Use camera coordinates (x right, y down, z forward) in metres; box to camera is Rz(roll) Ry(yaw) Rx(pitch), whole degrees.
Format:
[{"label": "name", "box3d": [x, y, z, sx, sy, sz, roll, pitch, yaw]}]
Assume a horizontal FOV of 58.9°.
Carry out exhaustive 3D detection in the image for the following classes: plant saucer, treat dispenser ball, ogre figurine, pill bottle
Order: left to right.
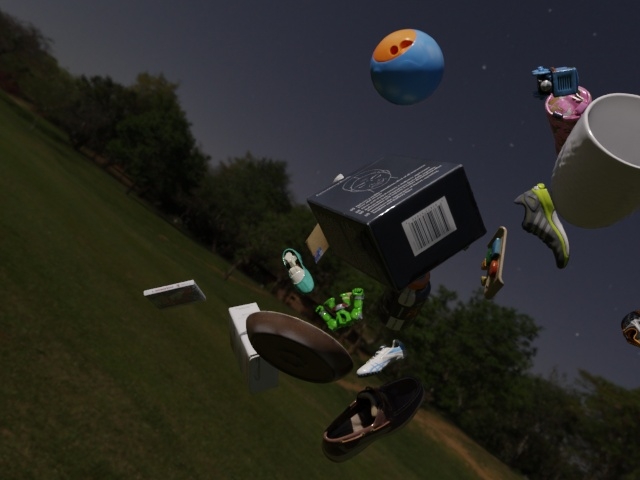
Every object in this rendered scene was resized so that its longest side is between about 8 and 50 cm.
[{"label": "plant saucer", "box3d": [-0.066, 0.294, 1.487, 0.311, 0.050, 0.310, 20, -32, 13]}, {"label": "ogre figurine", "box3d": [0.078, 0.262, 2.083, 0.097, 0.197, 0.118, 65, 10, -60]}, {"label": "pill bottle", "box3d": [0.266, 0.169, 1.777, 0.130, 0.130, 0.245, 34, -36, 16]}, {"label": "treat dispenser ball", "box3d": [0.337, -0.675, 2.217, 0.288, 0.288, 0.288, 36, -8, 6]}]

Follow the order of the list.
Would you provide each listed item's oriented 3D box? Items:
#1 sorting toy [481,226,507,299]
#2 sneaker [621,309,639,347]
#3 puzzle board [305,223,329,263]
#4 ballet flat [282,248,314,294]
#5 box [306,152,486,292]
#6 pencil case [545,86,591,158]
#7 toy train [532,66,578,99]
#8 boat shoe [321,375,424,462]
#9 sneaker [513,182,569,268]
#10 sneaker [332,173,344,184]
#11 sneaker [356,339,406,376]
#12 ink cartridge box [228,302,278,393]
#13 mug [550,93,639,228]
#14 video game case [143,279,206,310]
[{"label": "sorting toy", "box3d": [0.649, 0.105, 2.171, 0.041, 0.229, 0.307, 8, -22, 4]}, {"label": "sneaker", "box3d": [0.858, 0.244, 1.537, 0.084, 0.083, 0.215, 65, 6, 7]}, {"label": "puzzle board", "box3d": [0.000, 0.000, 1.856, 0.011, 0.128, 0.096, 0, 49, -37]}, {"label": "ballet flat", "box3d": [-0.101, 0.119, 2.270, 0.087, 0.083, 0.247, 43, 12, -40]}, {"label": "box", "box3d": [0.190, -0.069, 1.543, 0.212, 0.293, 0.395, 64, -14, -22]}, {"label": "pencil case", "box3d": [0.971, -0.413, 2.178, 0.160, 0.167, 0.386, 1, -28, 30]}, {"label": "toy train", "box3d": [0.597, -0.405, 1.447, 0.105, 0.080, 0.184, -2, 18, 20]}, {"label": "boat shoe", "box3d": [0.147, 0.466, 1.550, 0.123, 0.342, 0.123, 45, -26, 41]}, {"label": "sneaker", "box3d": [0.763, -0.040, 1.947, 0.300, 0.121, 0.111, 70, 17, 6]}, {"label": "sneaker", "box3d": [0.057, -0.166, 2.067, 0.061, 0.152, 0.054, 37, 35, 10]}, {"label": "sneaker", "box3d": [0.220, 0.442, 2.107, 0.085, 0.237, 0.086, -40, -106, 53]}, {"label": "ink cartridge box", "box3d": [-0.248, 0.395, 2.091, 0.273, 0.114, 0.197, -126, -148, -50]}, {"label": "mug", "box3d": [0.839, -0.205, 1.584, 0.328, 0.374, 0.276, 97, -30, -56]}, {"label": "video game case", "box3d": [-0.541, 0.209, 2.125, 0.201, 0.183, 0.023, 84, -8, -66]}]
